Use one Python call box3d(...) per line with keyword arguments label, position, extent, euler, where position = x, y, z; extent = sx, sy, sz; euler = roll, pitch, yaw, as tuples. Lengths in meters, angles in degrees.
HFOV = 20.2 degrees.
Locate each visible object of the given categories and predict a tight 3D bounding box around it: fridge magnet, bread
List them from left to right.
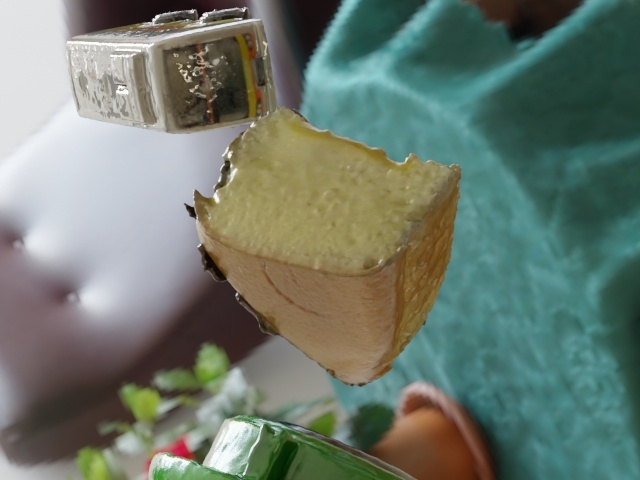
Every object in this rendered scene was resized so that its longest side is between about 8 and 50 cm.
box3d(label="bread", position=(0.000, 0.000, 1.212), extent=(0.160, 0.140, 0.169), euler=(26, 148, 17))
box3d(label="fridge magnet", position=(0.005, 0.159, 0.965), extent=(0.208, 0.088, 0.208), euler=(25, 167, 6))

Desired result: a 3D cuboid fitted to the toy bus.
box3d(label="toy bus", position=(-0.122, -0.133, 1.424), extent=(0.268, 0.106, 0.092), euler=(-164, 63, -66))
